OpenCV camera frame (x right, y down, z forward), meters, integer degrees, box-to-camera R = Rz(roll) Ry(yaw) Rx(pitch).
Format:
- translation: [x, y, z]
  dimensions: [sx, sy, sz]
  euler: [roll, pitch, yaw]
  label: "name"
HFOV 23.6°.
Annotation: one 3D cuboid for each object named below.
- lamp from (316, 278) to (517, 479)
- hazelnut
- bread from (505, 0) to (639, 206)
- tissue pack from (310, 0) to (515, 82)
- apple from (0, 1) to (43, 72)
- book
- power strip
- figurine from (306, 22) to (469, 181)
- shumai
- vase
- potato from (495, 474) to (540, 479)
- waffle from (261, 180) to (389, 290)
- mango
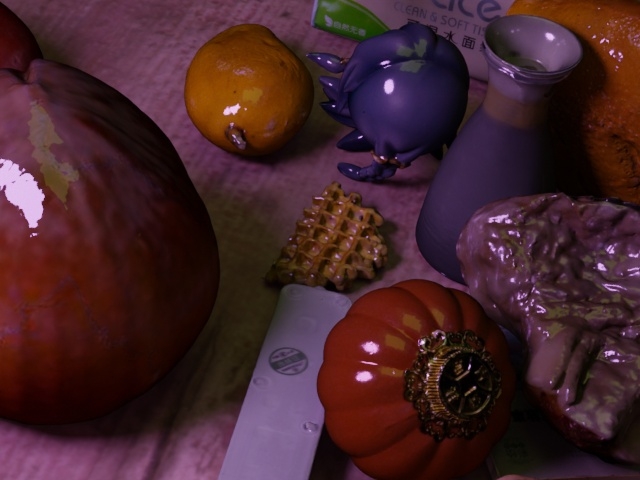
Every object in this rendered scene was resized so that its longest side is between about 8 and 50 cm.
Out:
- translation: [0.102, 0.152, 1.624]
  dimensions: [0.223, 0.223, 0.196]
  euler: [-16, 4, -27]
  label: "lamp"
- translation: [-0.289, -0.009, 1.657]
  dimensions: [0.359, 0.359, 0.409]
  euler: [-12, 53, -23]
  label: "hazelnut"
- translation: [0.372, -0.157, 1.922]
  dimensions: [0.337, 0.328, 0.148]
  euler: [23, 67, 44]
  label: "bread"
- translation: [0.236, -0.402, 2.308]
  dimensions: [0.405, 0.205, 0.331]
  euler: [19, 37, 11]
  label: "tissue pack"
- translation: [-0.549, -0.194, 1.980]
  dimensions: [0.329, 0.295, 0.365]
  euler: [-17, 28, 30]
  label: "apple"
- translation: [0.262, 0.174, 1.766]
  dimensions: [0.215, 0.025, 0.282]
  euler: [-2, 39, -15]
  label: "book"
- translation: [-0.036, 0.182, 1.670]
  dimensions: [0.091, 0.062, 0.385]
  euler: [12, 40, 4]
  label: "power strip"
- translation: [0.096, -0.181, 2.007]
  dimensions: [0.175, 0.265, 0.197]
  euler: [-19, 73, -12]
  label: "figurine"
- translation: [0.305, 0.118, 1.726]
  dimensions: [0.346, 0.217, 0.283]
  euler: [18, 67, -6]
  label: "shumai"
- translation: [0.225, -0.110, 1.865]
  dimensions: [0.173, 0.321, 0.173]
  euler: [6, 39, -5]
  label: "vase"
- translation: [0.221, 0.296, 1.551]
  dimensions: [0.112, 0.112, 0.147]
  euler: [-16, 39, -27]
  label: "potato"
- translation: [0.000, 0.000, 1.906]
  dimensions: [0.192, 0.046, 0.160]
  euler: [-21, 50, -31]
  label: "waffle"
- translation: [-0.098, -0.211, 2.085]
  dimensions: [0.177, 0.119, 0.317]
  euler: [-4, 36, -3]
  label: "mango"
